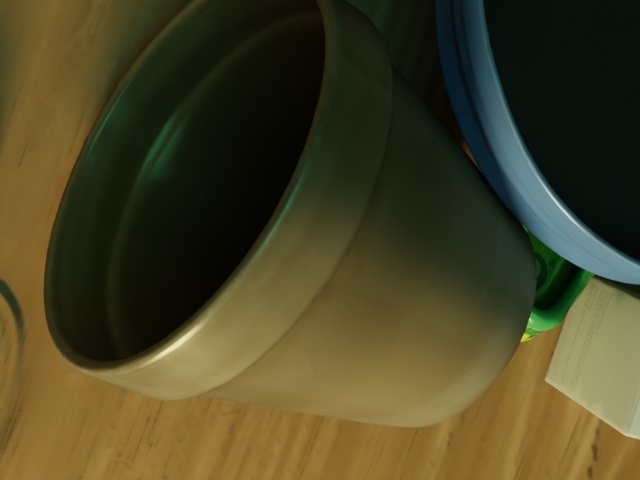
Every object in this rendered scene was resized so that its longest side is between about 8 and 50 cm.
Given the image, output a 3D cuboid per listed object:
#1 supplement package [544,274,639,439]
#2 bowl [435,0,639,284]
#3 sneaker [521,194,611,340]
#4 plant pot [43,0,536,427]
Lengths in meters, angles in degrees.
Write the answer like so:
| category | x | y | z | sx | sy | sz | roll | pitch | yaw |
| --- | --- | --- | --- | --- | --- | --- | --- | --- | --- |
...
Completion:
| category | x | y | z | sx | sy | sz | roll | pitch | yaw |
| --- | --- | --- | --- | --- | --- | --- | --- | --- | --- |
| supplement package | 0.273 | 0.100 | 1.433 | 0.105 | 0.179 | 0.105 | 18 | 95 | -15 |
| bowl | 0.252 | -0.150 | 1.358 | 0.391 | 0.077 | 0.391 | 8 | 75 | -32 |
| sneaker | 0.212 | -0.055 | 1.419 | 0.109 | 0.123 | 0.295 | 18 | 88 | -16 |
| plant pot | 0.000 | 0.000 | 1.313 | 0.280 | 0.323 | 0.323 | 29 | 92 | -33 |
